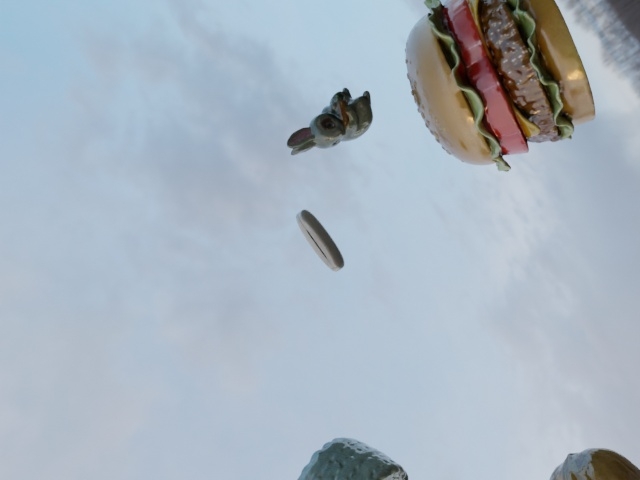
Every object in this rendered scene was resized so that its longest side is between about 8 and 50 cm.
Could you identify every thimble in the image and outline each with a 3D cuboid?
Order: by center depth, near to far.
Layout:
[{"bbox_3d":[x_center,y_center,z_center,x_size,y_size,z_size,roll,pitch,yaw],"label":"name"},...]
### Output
[{"bbox_3d":[0.050,0.518,1.266,0.172,0.204,0.250,23,-152,36],"label":"thimble"}]

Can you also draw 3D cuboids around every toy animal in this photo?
[{"bbox_3d":[0.030,-0.281,1.557,0.251,0.125,0.127,-44,-79,-29],"label":"toy animal"}]

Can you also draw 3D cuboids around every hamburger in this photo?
[{"bbox_3d":[0.236,-0.231,0.881,0.274,0.212,0.274,55,-160,-30],"label":"hamburger"}]

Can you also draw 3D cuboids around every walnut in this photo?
[{"bbox_3d":[0.526,0.500,1.150,0.195,0.195,0.221,9,-131,-47],"label":"walnut"}]

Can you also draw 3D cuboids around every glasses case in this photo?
[{"bbox_3d":[0.000,0.000,1.428,0.164,0.041,0.063,55,-157,-4],"label":"glasses case"}]
